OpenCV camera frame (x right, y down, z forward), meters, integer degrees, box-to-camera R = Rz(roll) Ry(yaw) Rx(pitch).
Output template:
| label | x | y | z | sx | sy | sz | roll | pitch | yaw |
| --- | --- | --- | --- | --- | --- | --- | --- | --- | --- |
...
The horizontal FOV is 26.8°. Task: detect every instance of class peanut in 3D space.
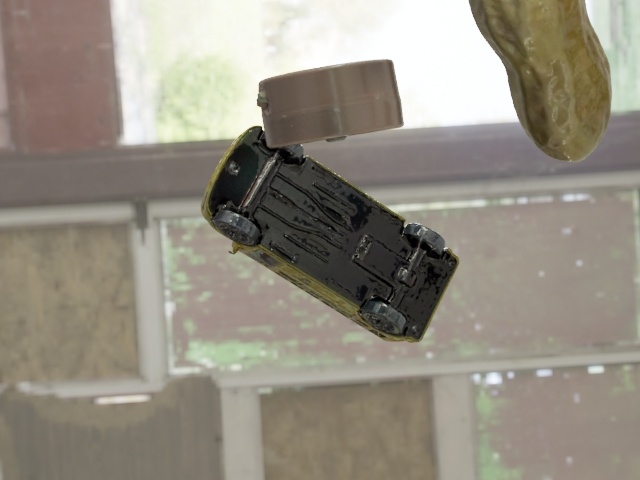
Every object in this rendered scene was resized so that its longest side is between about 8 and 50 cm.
| label | x | y | z | sx | sy | sz | roll | pitch | yaw |
| --- | --- | --- | --- | --- | --- | --- | --- | --- | --- |
| peanut | 0.268 | -0.240 | 1.626 | 0.149 | 0.149 | 0.313 | -96 | 164 | -68 |

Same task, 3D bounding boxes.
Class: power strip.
| label | x | y | z | sx | sy | sz | roll | pitch | yaw |
| --- | --- | --- | --- | --- | --- | --- | --- | --- | --- |
| power strip | 0.009 | -0.143 | 1.428 | 0.154 | 0.154 | 0.078 | -106 | -173 | -85 |

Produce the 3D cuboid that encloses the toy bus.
| label | x | y | z | sx | sy | sz | roll | pitch | yaw |
| --- | --- | --- | --- | --- | --- | --- | --- | --- | --- |
| toy bus | 0.000 | 0.000 | 1.711 | 0.145 | 0.331 | 0.151 | -61 | -167 | -17 |
